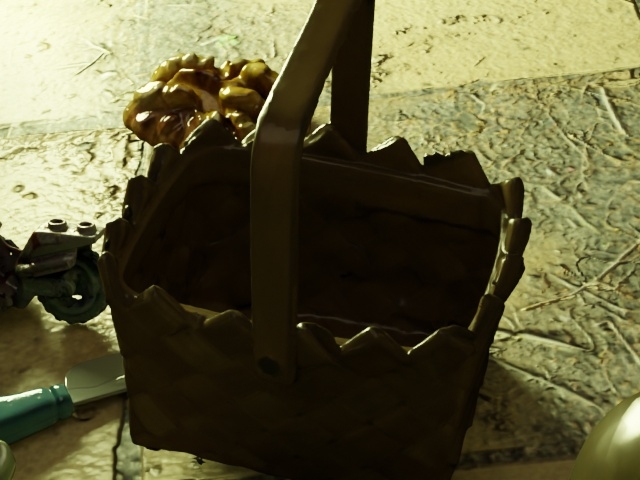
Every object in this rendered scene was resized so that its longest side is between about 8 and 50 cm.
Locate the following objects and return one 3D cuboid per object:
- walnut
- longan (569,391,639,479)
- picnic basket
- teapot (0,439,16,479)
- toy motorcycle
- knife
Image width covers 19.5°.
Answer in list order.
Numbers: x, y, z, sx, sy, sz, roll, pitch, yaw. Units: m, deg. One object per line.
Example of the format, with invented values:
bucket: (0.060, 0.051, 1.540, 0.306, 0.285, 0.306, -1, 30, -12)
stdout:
walnut: (-0.094, -0.125, 1.713, 0.170, 0.069, 0.143, 11, 38, 17)
longan: (0.284, 0.190, 1.073, 0.300, 0.300, 0.243, 4, 61, 13)
picnic basket: (0.000, 0.000, 1.325, 0.291, 0.321, 0.254, 9, 35, 11)
teapot: (-0.177, 0.278, 1.087, 0.149, 0.220, 0.318, 2, 23, -47)
toy motorcycle: (-0.270, 0.001, 1.525, 0.213, 0.122, 0.082, 6, 25, 14)
knife: (-0.180, 0.111, 1.444, 0.244, 0.032, 0.058, -19, 33, -24)
